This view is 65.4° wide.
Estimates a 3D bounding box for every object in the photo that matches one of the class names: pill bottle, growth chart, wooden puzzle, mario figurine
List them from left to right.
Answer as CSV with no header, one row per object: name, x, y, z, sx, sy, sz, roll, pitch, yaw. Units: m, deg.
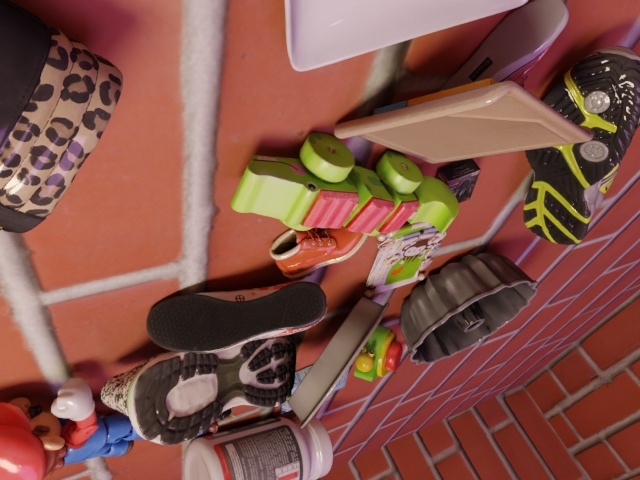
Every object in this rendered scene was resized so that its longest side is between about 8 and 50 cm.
mario figurine,-0.424,0.297,0.820,0.198,0.170,0.320,-69,156,-4
pill bottle,-0.158,0.595,1.334,0.363,0.210,0.210,-1,139,-37
growth chart,0.165,0.031,0.958,0.172,0.021,0.237,-19,148,-17
wooden puzzle,0.171,-0.138,0.598,0.238,0.044,0.221,2,178,-43

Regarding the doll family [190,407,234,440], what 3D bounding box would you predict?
doll family,-0.243,0.368,1.078,0.193,0.076,0.111,-41,151,28

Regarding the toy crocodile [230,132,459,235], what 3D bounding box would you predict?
toy crocodile,0.045,-0.055,0.655,0.340,0.105,0.115,2,137,-40

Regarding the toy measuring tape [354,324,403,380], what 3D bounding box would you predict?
toy measuring tape,0.157,0.257,1.220,0.121,0.121,0.330,-40,164,17

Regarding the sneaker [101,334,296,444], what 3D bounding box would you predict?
sneaker,-0.196,0.225,0.883,0.182,0.158,0.410,-1,176,34

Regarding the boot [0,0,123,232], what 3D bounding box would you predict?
boot,-0.345,-0.064,0.314,0.377,0.138,0.284,-43,146,13

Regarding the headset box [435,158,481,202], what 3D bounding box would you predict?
headset box,0.218,-0.094,0.807,0.062,0.032,0.083,-20,149,-13

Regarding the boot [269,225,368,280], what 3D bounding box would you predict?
boot,0.000,0.000,0.748,0.158,0.059,0.084,-30,144,5

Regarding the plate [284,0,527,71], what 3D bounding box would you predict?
plate,0.087,-0.295,0.399,0.278,0.045,0.277,-22,149,-12

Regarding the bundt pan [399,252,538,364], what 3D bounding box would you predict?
bundt pan,0.320,0.148,1.149,0.331,0.124,0.331,-21,148,-14

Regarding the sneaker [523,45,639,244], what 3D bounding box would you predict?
sneaker,0.423,-0.156,0.817,0.147,0.145,0.385,-52,153,-23

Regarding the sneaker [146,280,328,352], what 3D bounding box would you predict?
sneaker,-0.121,0.122,0.791,0.270,0.090,0.145,-10,170,0

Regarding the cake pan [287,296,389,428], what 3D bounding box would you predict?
cake pan,0.031,0.228,0.979,0.293,0.054,0.293,-53,172,-11

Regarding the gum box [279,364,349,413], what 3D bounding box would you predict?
gum box,-0.021,0.365,1.271,0.184,0.041,0.157,-19,148,-16

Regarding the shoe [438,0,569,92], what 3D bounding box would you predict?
shoe,0.232,-0.212,0.622,0.081,0.063,0.178,9,138,-47
